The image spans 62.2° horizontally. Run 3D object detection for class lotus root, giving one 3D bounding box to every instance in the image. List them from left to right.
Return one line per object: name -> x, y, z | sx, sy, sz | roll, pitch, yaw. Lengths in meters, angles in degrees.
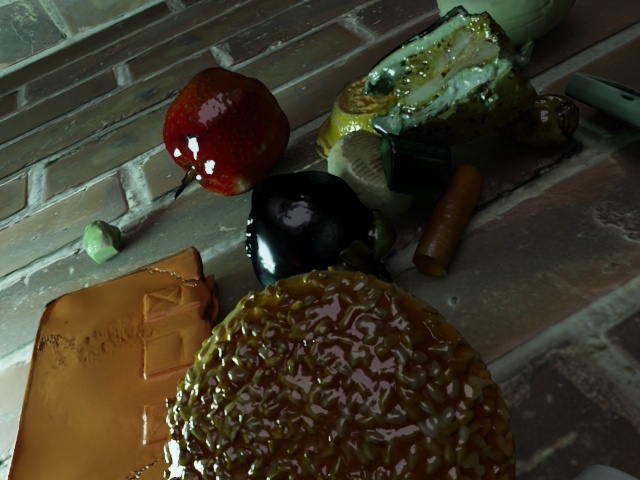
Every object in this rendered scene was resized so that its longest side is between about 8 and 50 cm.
lotus root -> 0.376, -0.224, 0.972 | 0.108, 0.094, 0.191 | -21, 29, -29

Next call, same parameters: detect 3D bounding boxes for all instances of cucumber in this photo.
cucumber -> 0.159, -0.130, 0.874 | 0.115, 0.062, 0.116 | 8, 48, -14

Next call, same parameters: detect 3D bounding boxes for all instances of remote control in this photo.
remote control -> 0.556, -0.181, 0.828 | 0.145, 0.050, 0.344 | 0, 33, -30

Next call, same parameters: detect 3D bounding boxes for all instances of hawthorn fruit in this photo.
hawthorn fruit -> -0.214, -0.200, 1.096 | 0.254, 0.254, 0.300 | 23, 71, 39

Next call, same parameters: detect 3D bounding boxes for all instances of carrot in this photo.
carrot -> 0.215, -0.044, 0.872 | 0.067, 0.067, 0.225 | 9, 53, 30

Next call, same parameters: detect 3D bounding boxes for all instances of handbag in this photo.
handbag -> -0.283, 0.213, 0.798 | 0.304, 0.116, 0.410 | -19, 43, 0

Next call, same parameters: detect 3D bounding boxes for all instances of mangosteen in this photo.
mangosteen -> 0.000, 0.000, 0.824 | 0.243, 0.243, 0.242 | -12, 43, 12

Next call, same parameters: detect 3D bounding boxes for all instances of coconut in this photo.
coconut -> -0.456, -0.001, 1.108 | 0.081, 0.082, 0.083 | -38, 20, -8

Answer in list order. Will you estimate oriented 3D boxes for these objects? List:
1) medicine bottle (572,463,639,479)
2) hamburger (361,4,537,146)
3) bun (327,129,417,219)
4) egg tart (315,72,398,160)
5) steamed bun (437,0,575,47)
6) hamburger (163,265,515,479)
medicine bottle -> 0.182, 0.352, 0.394 | 0.332, 0.189, 0.190 | -40, 45, -17
hamburger -> 0.234, -0.263, 0.916 | 0.288, 0.192, 0.167 | -25, 63, 38
bun -> 0.092, -0.114, 0.952 | 0.164, 0.111, 0.188 | -32, 64, -34
egg tart -> 0.116, -0.262, 1.105 | 0.288, 0.118, 0.288 | -14, 46, 15
steamed bun -> 0.412, -0.551, 1.180 | 0.312, 0.233, 0.333 | 0, 56, 21
hamburger -> 0.024, 0.201, 0.525 | 0.330, 0.250, 0.329 | -7, 65, 15
